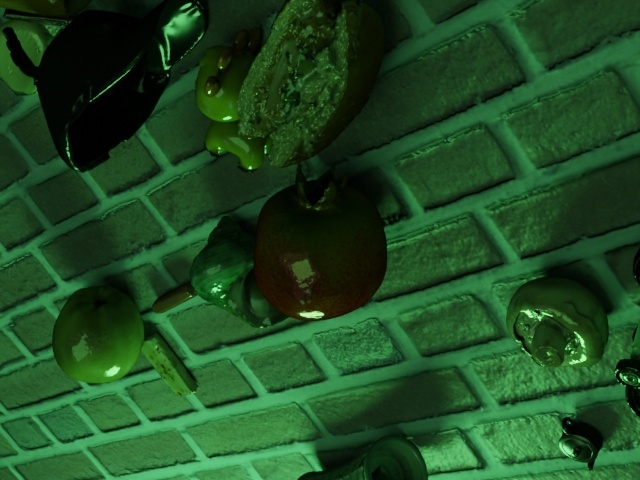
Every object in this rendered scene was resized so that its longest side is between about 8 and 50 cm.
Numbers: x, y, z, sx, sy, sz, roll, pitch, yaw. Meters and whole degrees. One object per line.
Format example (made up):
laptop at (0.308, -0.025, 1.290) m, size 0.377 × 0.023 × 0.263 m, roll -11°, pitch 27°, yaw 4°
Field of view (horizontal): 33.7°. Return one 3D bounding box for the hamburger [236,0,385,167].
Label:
hamburger at (0.006, -0.230, 1.455) m, size 0.144 × 0.157 × 0.283 m, roll 50°, pitch 135°, yaw 18°

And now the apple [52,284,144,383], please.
apple at (-0.447, 0.188, 2.124) m, size 0.200 × 0.200 × 0.200 m, roll 20°, pitch 134°, yaw 22°

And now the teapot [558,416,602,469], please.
teapot at (0.418, 0.330, 1.713) m, size 0.068 × 0.045 × 0.100 m, roll -20°, pitch 112°, yaw 43°

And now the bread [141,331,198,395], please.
bread at (-0.321, 0.260, 2.205) m, size 0.068 × 0.028 × 0.153 m, roll -17°, pitch 112°, yaw 46°

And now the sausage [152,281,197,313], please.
sausage at (-0.282, 0.112, 2.047) m, size 0.035 × 0.030 × 0.147 m, roll 49°, pitch 138°, yaw -11°

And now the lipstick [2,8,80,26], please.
lipstick at (-0.428, -0.360, 1.710) m, size 0.176 × 0.027 × 0.027 m, roll 8°, pitch 132°, yaw 5°

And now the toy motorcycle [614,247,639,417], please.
toy motorcycle at (0.513, 0.146, 1.437) m, size 0.196 × 0.125 × 0.331 m, roll 13°, pitch 128°, yaw 28°

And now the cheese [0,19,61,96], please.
cheese at (-0.472, -0.346, 1.778) m, size 0.127 × 0.054 × 0.251 m, roll 46°, pitch 130°, yaw -11°

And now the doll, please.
doll at (-0.128, -0.215, 1.585) m, size 0.135 × 0.143 × 0.221 m, roll 27°, pitch 144°, yaw 17°

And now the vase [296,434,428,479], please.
vase at (0.062, 0.474, 2.032) m, size 0.143 × 0.143 × 0.299 m, roll 48°, pitch 141°, yaw -8°

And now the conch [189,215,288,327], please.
conch at (-0.136, 0.058, 1.830) m, size 0.176 × 0.122 × 0.188 m, roll -18°, pitch 117°, yaw 21°

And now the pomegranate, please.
pomegranate at (0.000, 0.000, 1.609) m, size 0.221 × 0.221 × 0.256 m, roll 19°, pitch 132°, yaw 22°

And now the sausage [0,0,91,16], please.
sausage at (-0.515, -0.438, 1.682) m, size 0.354 × 0.116 × 0.134 m, roll 17°, pitch 120°, yaw 26°

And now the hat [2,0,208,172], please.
hat at (-0.339, -0.292, 1.618) m, size 0.209 × 0.238 × 0.336 m, roll 45°, pitch 123°, yaw 7°

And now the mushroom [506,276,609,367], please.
mushroom at (0.342, 0.127, 1.540) m, size 0.154 × 0.122 × 0.154 m, roll 22°, pitch 142°, yaw 18°
